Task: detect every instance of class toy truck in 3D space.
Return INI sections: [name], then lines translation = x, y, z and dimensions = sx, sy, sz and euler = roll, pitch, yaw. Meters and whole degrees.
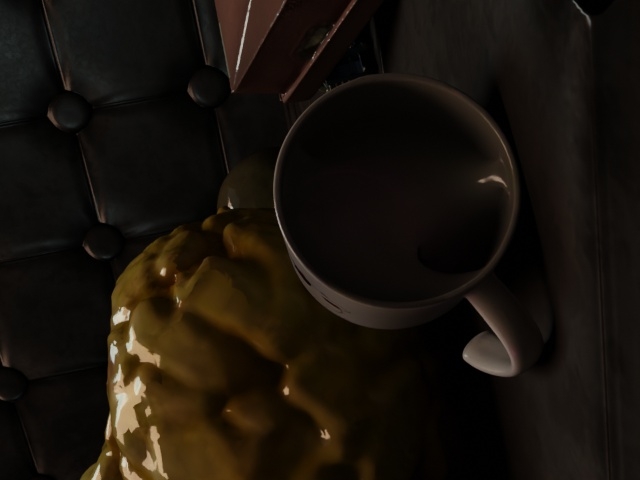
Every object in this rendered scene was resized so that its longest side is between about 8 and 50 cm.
[toy truck]
translation = 0.010, -0.247, 0.918
dimensions = 0.088, 0.074, 0.201
euler = 67, -172, -63

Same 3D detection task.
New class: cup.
[cup]
translation = 0.061, -0.005, 0.522
dimensions = 0.142, 0.174, 0.134
euler = 86, -156, -75

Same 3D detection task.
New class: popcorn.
[popcorn]
translation = -0.023, 0.168, 0.762
dimensions = 0.354, 0.344, 0.390
euler = 30, 119, 29

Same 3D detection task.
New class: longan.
[longan]
translation = -0.072, -0.052, 1.504
dimensions = 0.215, 0.246, 0.246
euler = -16, 84, 51

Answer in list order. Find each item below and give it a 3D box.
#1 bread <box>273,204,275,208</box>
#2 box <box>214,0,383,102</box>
[bread]
translation = 0.000, 0.000, 1.286
dimensions = 0.152, 0.130, 0.267
euler = -46, 39, 30
[box]
translation = -0.030, -0.266, 0.760
dimensions = 0.215, 0.086, 0.215
euler = 138, 123, -61
